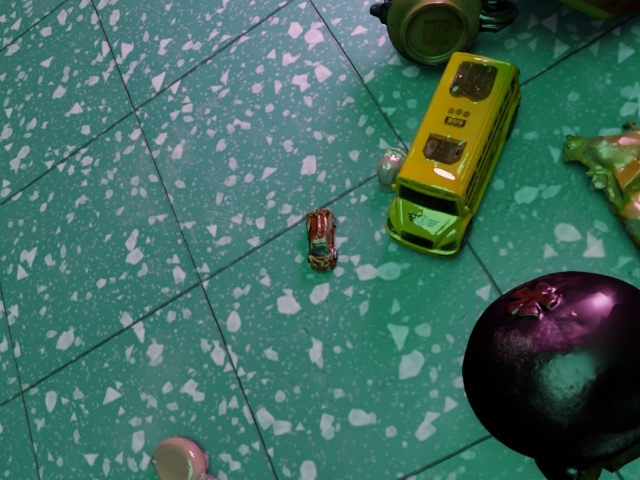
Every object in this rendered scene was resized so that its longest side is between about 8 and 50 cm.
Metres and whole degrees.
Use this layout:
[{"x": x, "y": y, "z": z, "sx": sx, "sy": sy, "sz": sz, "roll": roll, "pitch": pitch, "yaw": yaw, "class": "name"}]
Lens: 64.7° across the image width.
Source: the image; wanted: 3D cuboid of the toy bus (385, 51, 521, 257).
[{"x": 0.224, "y": -0.142, "z": 0.866, "sx": 0.144, "sy": 0.152, "sz": 0.329, "roll": 21, "pitch": 83, "yaw": 23, "class": "toy bus"}]

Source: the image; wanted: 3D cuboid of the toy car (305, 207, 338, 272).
[{"x": 0.000, "y": 0.000, "z": 0.971, "sx": 0.059, "sy": 0.035, "sz": 0.121, "roll": -7, "pitch": 71, "yaw": 14, "class": "toy car"}]

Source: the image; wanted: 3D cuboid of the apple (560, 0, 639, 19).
[{"x": 0.427, "y": -0.546, "z": 0.815, "sx": 0.375, "sy": 0.384, "sz": 0.373, "roll": -26, "pitch": 43, "yaw": 27, "class": "apple"}]

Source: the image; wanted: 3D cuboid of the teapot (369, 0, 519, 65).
[{"x": 0.227, "y": -0.434, "z": 0.955, "sx": 0.270, "sy": 0.173, "sz": 0.182, "roll": -1, "pitch": 50, "yaw": 10, "class": "teapot"}]

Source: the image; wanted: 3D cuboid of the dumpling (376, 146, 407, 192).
[{"x": 0.137, "y": -0.129, "z": 0.947, "sx": 0.057, "sy": 0.052, "sz": 0.076, "roll": 16, "pitch": 82, "yaw": 28, "class": "dumpling"}]

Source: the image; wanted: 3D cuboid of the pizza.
[{"x": 0.511, "y": -0.091, "z": 0.788, "sx": 0.288, "sy": 0.075, "sz": 0.279, "roll": 32, "pitch": 86, "yaw": 25, "class": "pizza"}]

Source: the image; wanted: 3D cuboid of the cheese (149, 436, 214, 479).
[{"x": -0.242, "y": 0.435, "z": 0.928, "sx": 0.171, "sy": 0.047, "sz": 0.092, "roll": 41, "pitch": 92, "yaw": 24, "class": "cheese"}]

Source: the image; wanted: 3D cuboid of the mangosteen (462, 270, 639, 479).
[{"x": 0.347, "y": 0.196, "z": 0.692, "sx": 0.275, "sy": 0.275, "sz": 0.302, "roll": -30, "pitch": 103, "yaw": 10, "class": "mangosteen"}]
